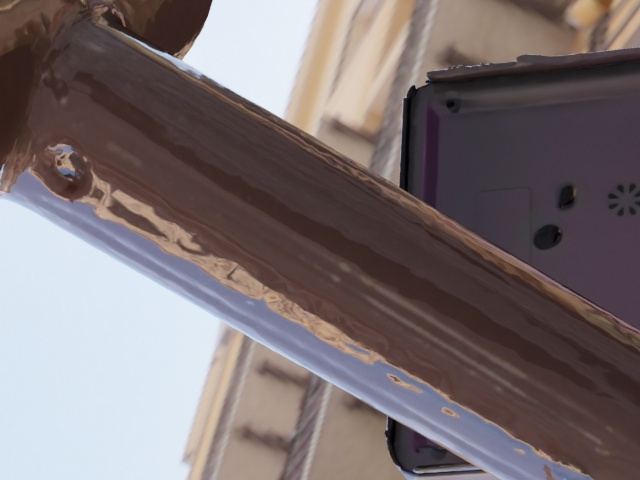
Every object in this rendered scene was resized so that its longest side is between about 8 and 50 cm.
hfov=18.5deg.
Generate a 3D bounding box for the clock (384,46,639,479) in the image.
[{"bbox_3d":[0.109,0.016,0.834,0.144,0.073,0.193,-5,-119,17],"label":"clock"}]

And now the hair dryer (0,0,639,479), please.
[{"bbox_3d":[0.000,0.000,0.491,0.344,0.107,0.189,32,-153,7],"label":"hair dryer"}]
